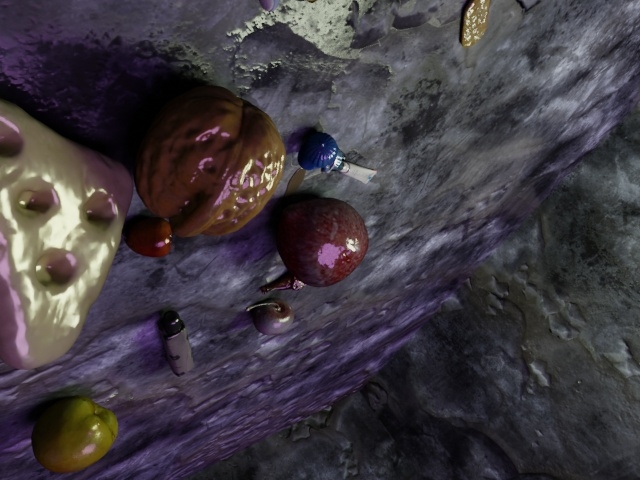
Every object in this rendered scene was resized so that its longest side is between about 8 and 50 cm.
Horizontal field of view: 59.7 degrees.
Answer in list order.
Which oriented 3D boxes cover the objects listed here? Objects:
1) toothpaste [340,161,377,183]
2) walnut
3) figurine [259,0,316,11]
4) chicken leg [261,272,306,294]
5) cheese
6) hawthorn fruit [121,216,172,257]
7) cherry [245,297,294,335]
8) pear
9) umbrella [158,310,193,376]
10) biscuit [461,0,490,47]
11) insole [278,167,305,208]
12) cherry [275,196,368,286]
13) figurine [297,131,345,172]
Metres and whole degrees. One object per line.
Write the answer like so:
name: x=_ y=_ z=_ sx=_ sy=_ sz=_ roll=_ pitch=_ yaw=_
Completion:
toothpaste: x=0.092 y=-0.175 z=1.424 sx=0.048 sy=0.031 sz=0.190 roll=-49 pitch=157 yaw=17
walnut: x=-0.185 y=-0.122 z=0.918 sx=0.225 sy=0.257 sz=0.257 roll=26 pitch=118 yaw=-28
figurine: x=-0.026 y=-0.403 z=0.741 sx=0.184 sy=0.128 sz=0.208 roll=-3 pitch=134 yaw=-55
chicken leg: x=-0.079 y=0.108 z=1.667 sx=0.205 sy=0.053 sz=0.093 roll=-43 pitch=133 yaw=-5
cheese: x=-0.405 y=-0.002 z=0.720 sx=0.351 sy=0.130 sz=0.327 roll=35 pitch=62 yaw=-68
hawthorn fruit: x=-0.337 y=-0.007 z=1.082 sx=0.093 sy=0.081 sz=0.081 roll=3 pitch=143 yaw=-13
cherry: x=-0.176 y=0.242 z=1.718 sx=0.188 sy=0.115 sz=0.148 roll=-8 pitch=-178 yaw=-37
pear: x=-0.629 y=0.495 z=1.422 sx=0.200 sy=0.200 sz=0.200 roll=-31 pitch=155 yaw=-16
umbrella: x=-0.392 y=0.283 z=1.520 sx=0.073 sy=0.067 sz=0.337 roll=-41 pitch=160 yaw=-28
biscuit: x=0.342 y=-0.484 z=1.229 sx=0.071 sy=0.018 sz=0.147 roll=-37 pitch=157 yaw=-6
insole: x=-0.068 y=-0.122 z=1.327 sx=0.045 sy=0.002 sz=0.135 roll=-13 pitch=146 yaw=-43
cherry: x=0.000 y=0.000 z=1.405 sx=0.230 sy=0.203 sz=0.300 roll=-41 pitch=142 yaw=11
figurine: x=0.012 y=-0.187 z=1.239 sx=0.149 sy=0.087 sz=0.086 roll=15 pitch=86 yaw=-62
